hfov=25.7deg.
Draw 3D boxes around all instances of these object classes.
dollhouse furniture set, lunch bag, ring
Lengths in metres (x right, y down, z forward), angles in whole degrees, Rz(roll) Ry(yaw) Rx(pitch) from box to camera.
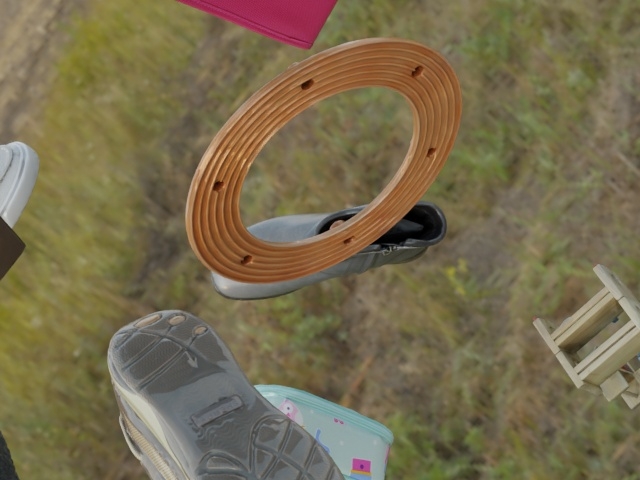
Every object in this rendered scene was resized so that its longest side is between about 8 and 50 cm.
[{"bbox_3d":[0.420,0.138,1.997,0.129,0.184,0.129,-44,54,18],"label":"dollhouse furniture set"},{"bbox_3d":[-0.048,0.280,1.821,0.279,0.224,0.107,-31,43,55],"label":"lunch bag"},{"bbox_3d":[0.004,-0.084,1.495,0.336,0.337,0.032,-45,57,12],"label":"ring"}]

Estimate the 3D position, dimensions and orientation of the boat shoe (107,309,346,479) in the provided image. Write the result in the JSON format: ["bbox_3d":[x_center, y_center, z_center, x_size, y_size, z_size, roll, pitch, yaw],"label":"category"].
[{"bbox_3d":[-0.074,0.219,1.260,0.355,0.132,0.130,54,150,31],"label":"boat shoe"}]

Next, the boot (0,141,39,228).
[{"bbox_3d":[-0.422,-0.022,1.507,0.258,0.123,0.095,-53,45,-4],"label":"boot"}]

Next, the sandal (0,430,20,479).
[{"bbox_3d":[-0.251,0.196,1.025,0.054,0.097,0.254,-31,61,-1],"label":"sandal"}]

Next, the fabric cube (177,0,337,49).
[{"bbox_3d":[-0.091,-0.361,1.228,0.259,0.254,0.258,45,110,39],"label":"fabric cube"}]

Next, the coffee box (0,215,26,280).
[{"bbox_3d":[-0.362,-0.019,0.934,0.297,0.168,0.119,6,53,42],"label":"coffee box"}]

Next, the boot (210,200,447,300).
[{"bbox_3d":[0.000,0.000,1.950,0.338,0.118,0.223,-16,-4,1],"label":"boot"}]
